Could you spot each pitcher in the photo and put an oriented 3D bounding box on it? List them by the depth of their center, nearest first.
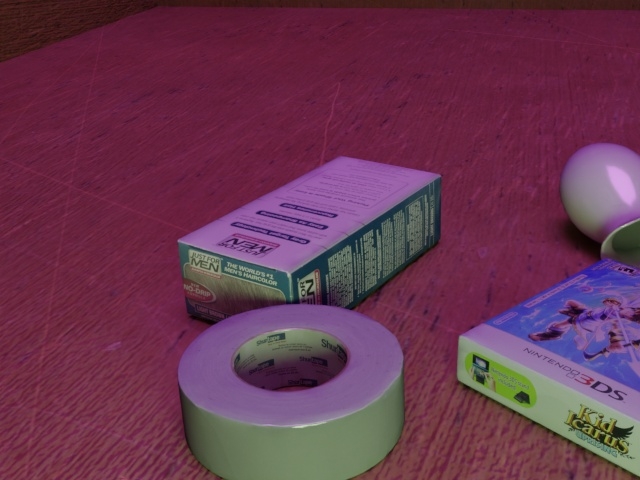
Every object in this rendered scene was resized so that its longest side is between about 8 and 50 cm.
[{"bbox_3d":[0.422,-0.039,1.163,0.178,0.125,0.207,13,32,-15],"label":"pitcher"}]

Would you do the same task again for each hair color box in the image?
[{"bbox_3d":[0.000,0.000,1.119,0.174,0.105,0.347,14,29,33],"label":"hair color box"}]

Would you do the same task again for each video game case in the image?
[{"bbox_3d":[0.320,0.116,0.881,0.270,0.061,0.244,-22,31,-35],"label":"video game case"}]

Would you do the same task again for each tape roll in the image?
[{"bbox_3d":[-0.027,0.144,0.848,0.219,0.072,0.219,-3,24,1],"label":"tape roll"}]
